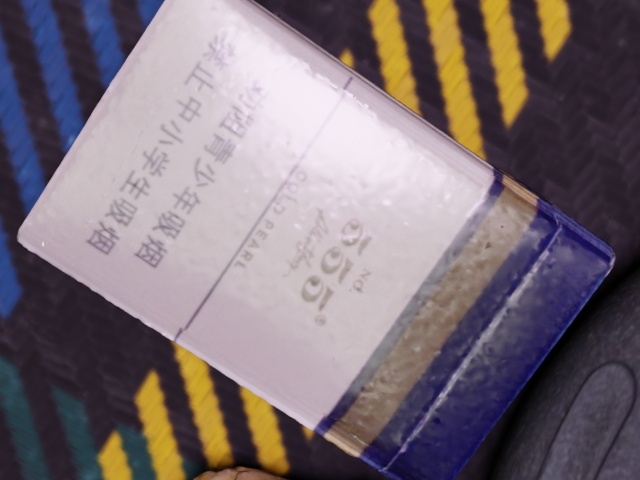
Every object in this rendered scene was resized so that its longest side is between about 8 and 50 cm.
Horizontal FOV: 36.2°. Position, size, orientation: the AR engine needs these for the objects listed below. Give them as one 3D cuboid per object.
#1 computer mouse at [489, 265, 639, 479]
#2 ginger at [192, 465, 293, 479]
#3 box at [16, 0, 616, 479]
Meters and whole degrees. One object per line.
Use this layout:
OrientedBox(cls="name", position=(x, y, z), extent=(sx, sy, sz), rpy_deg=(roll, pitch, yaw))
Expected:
OrientedBox(cls="computer mouse", position=(0.159, 0.131, 0.477), extent=(0.114, 0.203, 0.373), rpy_deg=(26, 90, -23))
OrientedBox(cls="ginger", position=(-0.005, 0.176, 0.538), extent=(0.190, 0.069, 0.095), rpy_deg=(17, 130, -6))
OrientedBox(cls="box", position=(0.000, 0.000, 0.506), extent=(0.259, 0.071, 0.168), rpy_deg=(34, 97, -8))
